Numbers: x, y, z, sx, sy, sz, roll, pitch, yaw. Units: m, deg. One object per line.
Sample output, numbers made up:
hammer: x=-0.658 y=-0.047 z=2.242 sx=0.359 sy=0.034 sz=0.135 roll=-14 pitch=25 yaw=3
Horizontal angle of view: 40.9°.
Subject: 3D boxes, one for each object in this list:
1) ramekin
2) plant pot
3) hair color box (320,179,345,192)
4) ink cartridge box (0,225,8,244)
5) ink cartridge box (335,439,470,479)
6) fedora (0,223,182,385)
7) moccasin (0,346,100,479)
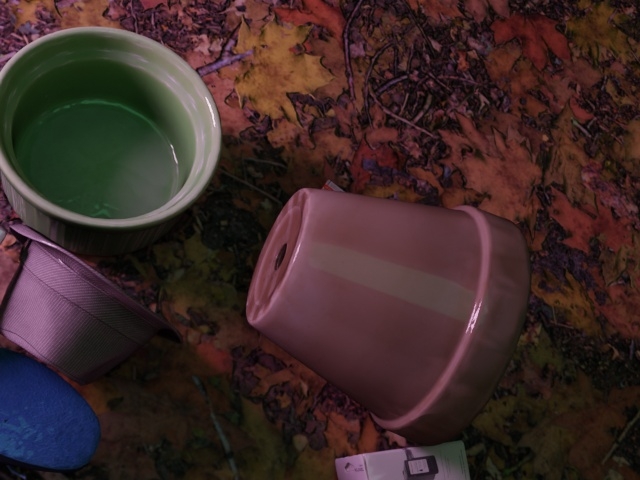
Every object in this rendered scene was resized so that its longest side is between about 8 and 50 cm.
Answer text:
ramekin: x=-0.298 y=-0.126 z=1.184 sx=0.303 sy=0.148 sz=0.303 roll=8 pitch=65 yaw=-18
plant pot: x=0.068 y=0.068 z=1.122 sx=0.280 sy=0.323 sz=0.323 roll=24 pitch=61 yaw=-16
hair color box: x=0.000 y=0.000 z=1.296 sx=0.093 sy=0.053 sz=0.167 roll=36 pitch=61 yaw=-3
ink cartridge box: x=-0.495 y=0.030 z=0.948 sx=0.189 sy=0.066 sz=0.232 roll=37 pitch=79 yaw=-18
ink cartridge box: x=0.109 y=0.315 z=1.164 sx=0.150 sy=0.109 sz=0.063 roll=-2 pitch=73 yaw=-21
fedora: x=-0.300 y=0.092 z=1.039 sx=0.243 sy=0.275 sz=0.124 roll=41 pitch=79 yaw=-31
moccasin: x=-0.425 y=0.180 z=1.023 sx=0.342 sy=0.117 sz=0.138 roll=29 pitch=53 yaw=-8
